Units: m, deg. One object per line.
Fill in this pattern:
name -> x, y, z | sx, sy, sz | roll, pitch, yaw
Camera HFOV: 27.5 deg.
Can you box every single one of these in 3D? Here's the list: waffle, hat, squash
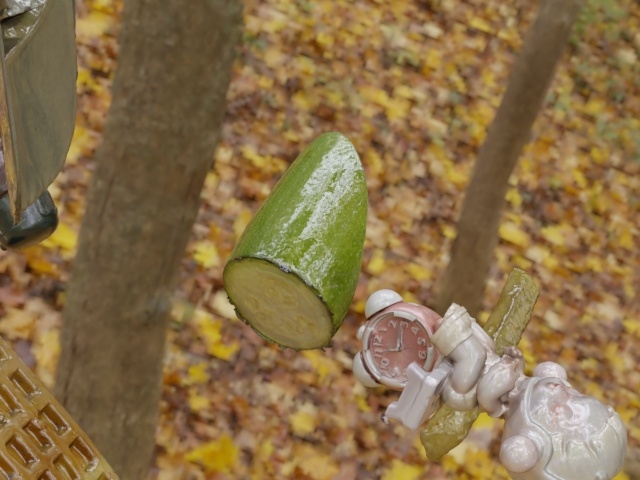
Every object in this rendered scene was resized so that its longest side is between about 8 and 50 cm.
waffle -> -0.391, 0.276, 1.643 | 0.327, 0.098, 0.224 | 48, 23, -2
hat -> -0.258, -0.144, 0.947 | 0.149, 0.244, 0.214 | 13, 17, -1
squash -> 0.000, 0.000, 1.767 | 0.189, 0.189, 0.260 | 26, 52, 12

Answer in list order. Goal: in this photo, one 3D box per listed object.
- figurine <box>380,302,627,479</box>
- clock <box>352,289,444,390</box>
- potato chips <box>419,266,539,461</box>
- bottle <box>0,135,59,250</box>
figurine -> 0.208, 0.190, 1.350 | 0.257, 0.144, 0.182 | 32, 2, 12
clock -> 0.138, 0.172, 2.143 | 0.162, 0.165, 0.093 | 16, 11, 22
potato chips -> 0.259, 0.165, 1.990 | 0.057, 0.080, 0.407 | 45, 50, -11
bottle -> -0.427, -0.118, 1.695 | 0.271, 0.156, 0.143 | 59, 23, 5
